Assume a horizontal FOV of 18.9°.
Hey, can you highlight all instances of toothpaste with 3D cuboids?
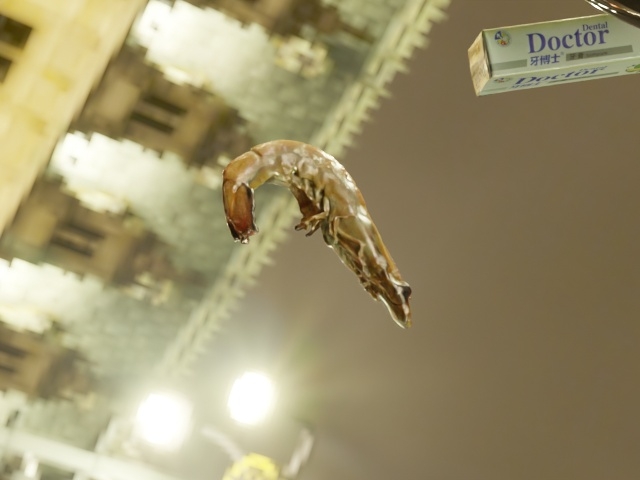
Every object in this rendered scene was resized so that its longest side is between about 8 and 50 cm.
[{"bbox_3d":[0.177,-0.122,1.207,0.046,0.164,0.034,123,-43,-76],"label":"toothpaste"}]

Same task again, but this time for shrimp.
[{"bbox_3d":[0.000,0.000,1.005,0.127,0.091,0.025,51,-46,16],"label":"shrimp"}]

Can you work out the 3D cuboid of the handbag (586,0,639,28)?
[{"bbox_3d":[0.132,-0.211,0.632,0.254,0.093,0.308,-27,-85,44],"label":"handbag"}]
